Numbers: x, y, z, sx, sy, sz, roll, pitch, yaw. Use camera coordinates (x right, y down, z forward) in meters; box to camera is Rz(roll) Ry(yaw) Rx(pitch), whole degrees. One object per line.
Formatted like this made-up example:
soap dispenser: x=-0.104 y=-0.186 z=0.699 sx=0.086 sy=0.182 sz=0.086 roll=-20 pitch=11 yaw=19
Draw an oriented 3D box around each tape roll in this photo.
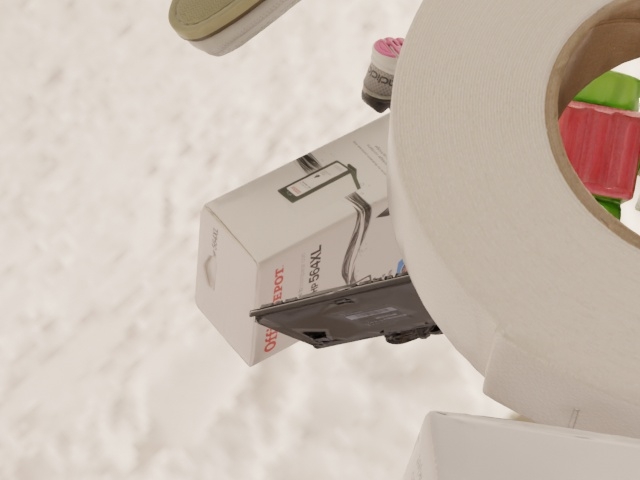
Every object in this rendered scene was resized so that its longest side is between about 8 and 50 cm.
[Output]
tape roll: x=0.229 y=-0.050 z=1.150 sx=0.392 sy=0.392 sz=0.072 roll=-37 pitch=156 yaw=-22

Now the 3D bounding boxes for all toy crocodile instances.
toy crocodile: x=0.236 y=-0.043 z=1.311 sx=0.105 sy=0.340 sz=0.115 roll=44 pitch=61 yaw=-87

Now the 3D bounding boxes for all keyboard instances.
keyboard: x=0.047 y=0.048 z=1.398 sx=0.180 sy=0.023 sz=0.108 roll=-13 pitch=153 yaw=41

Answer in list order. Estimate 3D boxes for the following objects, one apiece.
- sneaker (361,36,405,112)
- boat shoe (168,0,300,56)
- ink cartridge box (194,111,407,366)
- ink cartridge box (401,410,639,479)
sneaker: x=0.098 y=-0.154 z=1.937 sx=0.170 sy=0.063 sz=0.075 roll=-4 pitch=128 yaw=-51
boat shoe: x=0.003 y=-0.256 z=1.702 sx=0.302 sy=0.113 sz=0.103 roll=-45 pitch=132 yaw=-10
ink cartridge box: x=0.000 y=0.000 z=1.706 sx=0.203 sy=0.086 sz=0.148 roll=-28 pitch=148 yaw=-25
ink cartridge box: x=0.067 y=0.241 z=0.789 sx=0.201 sy=0.117 sz=0.278 roll=-95 pitch=-162 yaw=-53
